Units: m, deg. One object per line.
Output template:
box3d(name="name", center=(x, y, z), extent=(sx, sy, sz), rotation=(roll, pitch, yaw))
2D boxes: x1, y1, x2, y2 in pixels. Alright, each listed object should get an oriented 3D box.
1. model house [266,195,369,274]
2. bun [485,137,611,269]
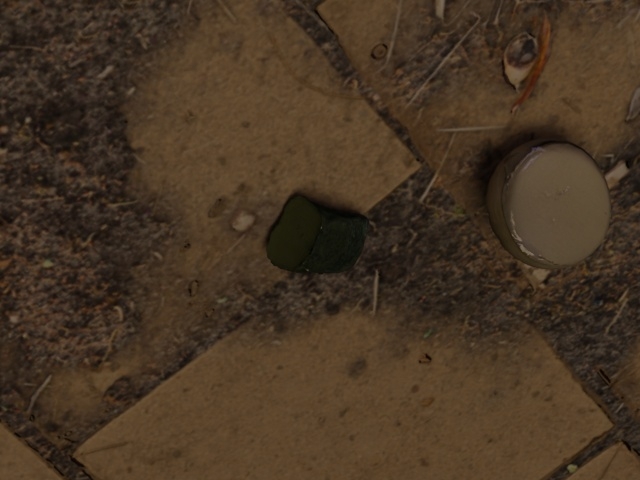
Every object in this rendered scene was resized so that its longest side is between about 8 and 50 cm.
box3d(name="model house", center=(0.000, 0.000, 1.945), extent=(0.083, 0.066, 0.079), rotation=(9, 110, -47))
box3d(name="bun", center=(0.229, -0.037, 1.981), extent=(0.138, 0.094, 0.138), rotation=(1, 88, -22))
